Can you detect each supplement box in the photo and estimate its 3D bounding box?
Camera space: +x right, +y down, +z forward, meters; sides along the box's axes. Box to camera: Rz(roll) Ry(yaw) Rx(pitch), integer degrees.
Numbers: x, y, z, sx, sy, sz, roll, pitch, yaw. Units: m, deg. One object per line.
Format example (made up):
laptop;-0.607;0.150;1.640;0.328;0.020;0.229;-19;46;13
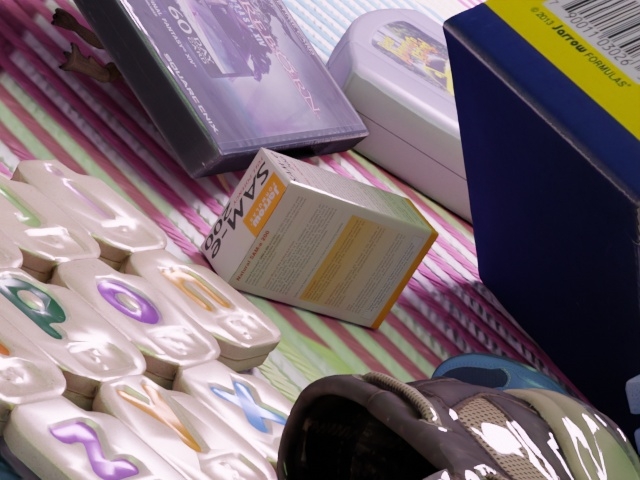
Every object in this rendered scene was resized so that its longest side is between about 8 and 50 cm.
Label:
supplement box;0.000;0.000;0.945;0.098;0.062;0.036;19;23;-38
supplement box;0.274;-0.068;1.053;0.356;0.194;0.195;-25;43;-14

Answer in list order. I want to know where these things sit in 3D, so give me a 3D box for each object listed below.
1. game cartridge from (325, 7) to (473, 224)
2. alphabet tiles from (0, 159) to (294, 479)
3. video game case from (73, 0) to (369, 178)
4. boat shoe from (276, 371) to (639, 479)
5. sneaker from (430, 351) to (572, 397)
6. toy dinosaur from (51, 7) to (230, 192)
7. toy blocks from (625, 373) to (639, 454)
game cartridge;0.097;-0.088;1.358;0.196;0.060;0.294;29;18;3
alphabet tiles;-0.129;0.019;0.753;0.278;0.021;0.284;38;19;19
video game case;-0.069;-0.129;1.097;0.196;0.026;0.274;56;18;5
boat shoe;0.052;0.143;0.589;0.130;0.132;0.355;16;13;-15
sneaker;0.095;0.099;0.856;0.144;0.053;0.059;42;22;32
toy dinosaur;-0.094;-0.103;1.079;0.092;0.053;0.183;22;20;-31
toy blocks;0.218;0.074;0.759;0.190;0.381;0.261;-9;3;33
